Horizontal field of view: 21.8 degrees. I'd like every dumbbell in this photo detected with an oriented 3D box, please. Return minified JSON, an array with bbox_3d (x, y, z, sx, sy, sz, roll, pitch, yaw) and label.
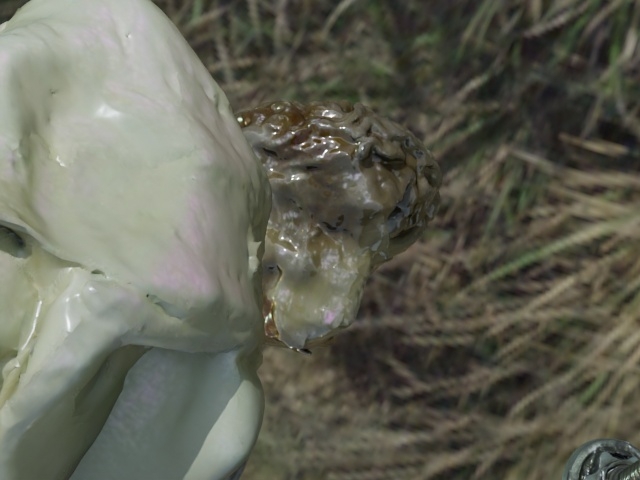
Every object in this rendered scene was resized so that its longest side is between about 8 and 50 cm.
[{"bbox_3d":[0.193,0.205,1.250,0.081,0.081,0.254,32,149,-3],"label":"dumbbell"}]

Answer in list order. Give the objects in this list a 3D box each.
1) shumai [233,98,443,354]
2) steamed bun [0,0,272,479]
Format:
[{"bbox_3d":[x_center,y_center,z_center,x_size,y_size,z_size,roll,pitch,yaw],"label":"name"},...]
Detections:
[{"bbox_3d":[0.000,0.000,1.208,0.166,0.175,0.206,-1,165,21],"label":"shumai"},{"bbox_3d":[-0.127,0.055,0.693,0.207,0.280,0.268,43,126,-6],"label":"steamed bun"}]
